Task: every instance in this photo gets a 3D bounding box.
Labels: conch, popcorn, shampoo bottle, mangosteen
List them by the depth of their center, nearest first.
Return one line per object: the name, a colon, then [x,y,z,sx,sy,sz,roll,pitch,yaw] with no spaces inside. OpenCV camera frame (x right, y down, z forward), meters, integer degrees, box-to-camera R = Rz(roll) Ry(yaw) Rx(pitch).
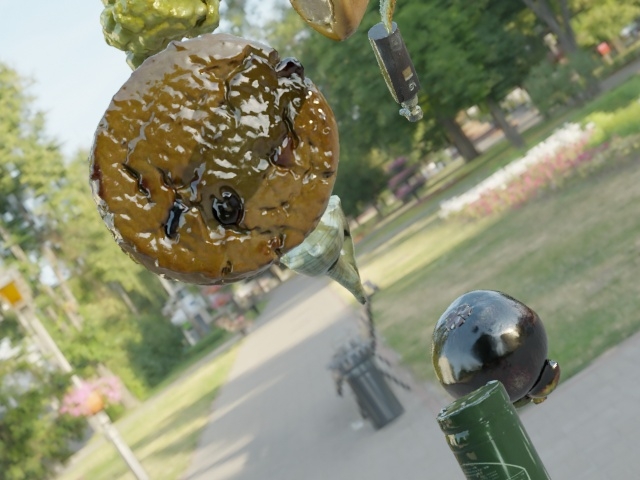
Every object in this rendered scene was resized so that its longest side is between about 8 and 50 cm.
conch: [-0.012,-0.007,1.543,0.114,0.137,0.234,-3,-22,17]
shampoo bottle: [0.146,-0.311,2.033,0.057,0.208,0.063,-33,38,-10]
popcorn: [-0.299,-0.453,2.047,0.242,0.234,0.250,116,176,-55]
mangosteen: [0.387,0.257,2.347,0.275,0.302,0.275,-39,24,22]

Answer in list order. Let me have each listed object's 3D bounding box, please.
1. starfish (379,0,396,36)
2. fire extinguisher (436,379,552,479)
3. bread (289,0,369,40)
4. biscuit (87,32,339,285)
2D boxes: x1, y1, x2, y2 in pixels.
starfish: [0.134,-0.492,1.680,0.357,0.347,0.078,23,18,40]
fire extinguisher: [0.249,0.333,1.336,0.095,0.311,0.114,-27,-3,-32]
bread: [0.025,-0.295,1.096,0.073,0.093,0.239,3,43,17]
biscuit: [-0.121,-0.090,1.219,0.296,0.296,0.075,-34,-2,0]
